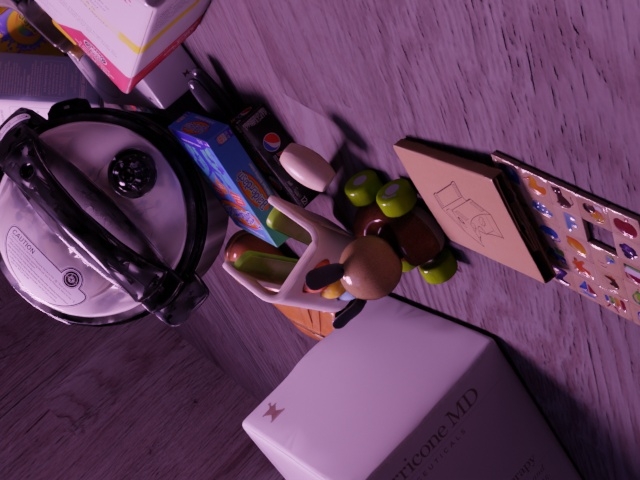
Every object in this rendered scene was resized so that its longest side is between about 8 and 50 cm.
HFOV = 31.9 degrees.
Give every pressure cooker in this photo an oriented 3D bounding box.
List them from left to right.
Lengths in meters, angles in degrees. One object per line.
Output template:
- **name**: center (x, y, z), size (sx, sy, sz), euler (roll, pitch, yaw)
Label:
- **pressure cooker**: center (-0.358, -0.048, 1.891), size (0.369, 0.376, 0.420), euler (2, -175, 3)

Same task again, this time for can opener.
- **can opener**: center (-0.146, -0.198, 1.741), size (0.073, 0.059, 0.186), euler (-22, 127, 24)

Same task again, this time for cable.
- **cable**: center (-0.423, -0.367, 1.645), size (0.287, 0.072, 0.139), euler (45, -175, -10)

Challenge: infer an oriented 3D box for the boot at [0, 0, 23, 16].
- **boot**: center (-0.550, -0.380, 1.779), size (0.246, 0.161, 0.083), euler (42, 164, 20)

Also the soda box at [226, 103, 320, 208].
- **soda box**: center (-0.068, -0.128, 1.709), size (0.169, 0.053, 0.060), euler (53, 163, -21)

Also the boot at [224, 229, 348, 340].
- **boot**: center (-0.044, 0.103, 2.095), size (0.220, 0.109, 0.283), euler (28, 158, 50)

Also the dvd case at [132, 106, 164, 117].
- **dvd case**: center (-0.336, -0.250, 2.156), size (0.119, 0.013, 0.087), euler (48, 164, -1)

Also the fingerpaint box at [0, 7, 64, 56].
- **fingerpaint box**: center (-0.715, -0.451, 2.352), size (0.371, 0.163, 0.445), euler (41, 163, 17)

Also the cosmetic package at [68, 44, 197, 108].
- **cosmetic package**: center (-0.379, -0.388, 1.798), size (0.377, 0.097, 0.284), euler (54, 159, -24)

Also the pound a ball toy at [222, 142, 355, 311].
- **pound a ball toy**: center (0.000, 0.000, 1.631), size (0.135, 0.208, 0.319), euler (36, -175, 18)

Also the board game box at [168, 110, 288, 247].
- **board game box**: center (-0.137, -0.097, 1.746), size (0.210, 0.047, 0.160), euler (56, 164, -28)

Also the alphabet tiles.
- **alphabet tiles**: center (0.271, -0.004, 1.245), size (0.237, 0.009, 0.198), euler (32, 159, 42)

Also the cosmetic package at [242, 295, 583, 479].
- **cosmetic package**: center (0.156, 0.355, 1.809), size (0.327, 0.329, 0.394), euler (21, 151, 55)

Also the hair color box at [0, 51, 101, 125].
- **hair color box**: center (-0.614, -0.273, 2.180), size (0.185, 0.374, 0.114), euler (112, 157, -64)

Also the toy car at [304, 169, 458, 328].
- **toy car**: center (0.063, 0.027, 1.509), size (0.149, 0.188, 0.155), euler (21, 150, 56)

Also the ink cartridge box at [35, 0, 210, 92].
- **ink cartridge box**: center (-0.271, -0.380, 1.421), size (0.279, 0.160, 0.384), euler (47, 165, -5)

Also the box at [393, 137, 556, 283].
- **box**: center (0.182, -0.038, 1.334), size (0.201, 0.021, 0.164), euler (28, 155, 57)
